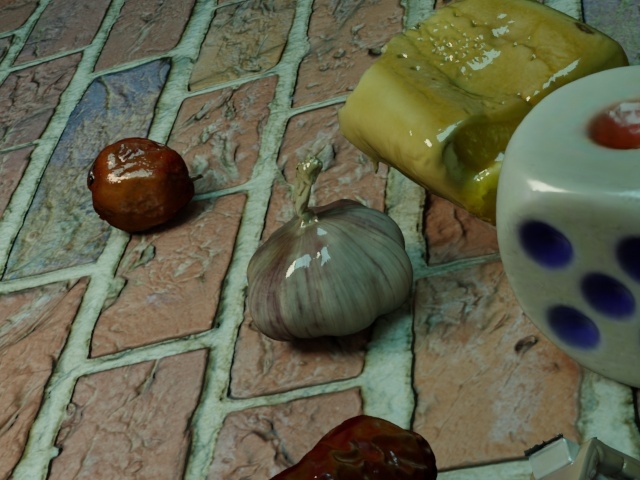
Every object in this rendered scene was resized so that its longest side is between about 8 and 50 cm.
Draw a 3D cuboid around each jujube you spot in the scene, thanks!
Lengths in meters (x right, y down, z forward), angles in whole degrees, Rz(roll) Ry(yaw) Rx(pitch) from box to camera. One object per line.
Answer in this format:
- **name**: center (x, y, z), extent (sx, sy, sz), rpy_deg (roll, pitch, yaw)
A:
- **jujube**: center (0.008, 0.317, 1.396), extent (0.216, 0.216, 0.342), rpy_deg (2, 26, 34)

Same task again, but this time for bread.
- **bread**: center (0.265, -0.163, 1.886), extent (0.361, 0.250, 0.394), rpy_deg (-33, 37, -10)

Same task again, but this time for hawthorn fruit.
- **hawthorn fruit**: center (-0.314, -0.100, 2.239), extent (0.179, 0.173, 0.173), rpy_deg (13, 47, 45)

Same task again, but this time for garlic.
- **garlic**: center (0.000, 0.000, 1.812), extent (0.245, 0.253, 0.245), rpy_deg (-12, 28, 6)

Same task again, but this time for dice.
- **dice**: center (0.398, -0.016, 1.518), extent (0.304, 0.304, 0.277), rpy_deg (9, 43, 41)

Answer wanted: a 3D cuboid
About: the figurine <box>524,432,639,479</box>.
- **figurine**: center (0.263, 0.318, 1.303), extent (0.162, 0.141, 0.236), rpy_deg (-37, 23, 36)
